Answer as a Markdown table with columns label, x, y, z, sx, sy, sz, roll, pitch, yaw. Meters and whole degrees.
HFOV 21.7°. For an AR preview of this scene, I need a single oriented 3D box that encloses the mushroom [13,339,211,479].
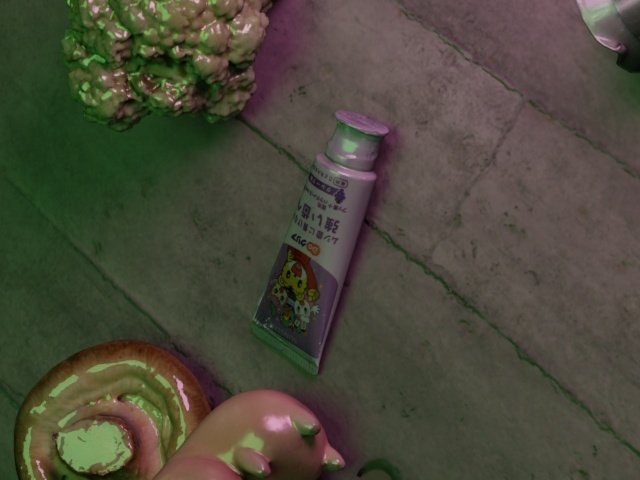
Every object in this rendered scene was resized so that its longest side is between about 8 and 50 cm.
| label | x | y | z | sx | sy | sz | roll | pitch | yaw |
| --- | --- | --- | --- | --- | --- | --- | --- | --- | --- |
| mushroom | -0.237 | 0.257 | 2.004 | 0.278 | 0.146 | 0.278 | -2 | 81 | 15 |

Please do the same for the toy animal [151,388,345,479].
| label | x | y | z | sx | sy | sz | roll | pitch | yaw |
| --- | --- | --- | --- | --- | --- | --- | --- | --- | --- |
| toy animal | -0.104 | 0.272 | 1.872 | 0.250 | 0.166 | 0.154 | -40 | 28 | -17 |

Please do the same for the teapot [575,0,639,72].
| label | x | y | z | sx | sy | sz | roll | pitch | yaw |
| --- | --- | --- | --- | --- | --- | --- | --- | --- | --- |
| teapot | 0.375 | -0.281 | 1.641 | 0.225 | 0.171 | 0.203 | -27 | 39 | 36 |

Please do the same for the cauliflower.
| label | x | y | z | sx | sy | sz | roll | pitch | yaw |
| --- | --- | --- | --- | --- | --- | --- | --- | --- | --- |
| cauliflower | -0.162 | -0.263 | 1.977 | 0.327 | 0.281 | 0.260 | -38 | 88 | -1 |

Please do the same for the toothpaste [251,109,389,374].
| label | x | y | z | sx | sy | sz | roll | pitch | yaw |
| --- | --- | --- | --- | --- | --- | --- | --- | --- | --- |
| toothpaste | 0.000 | 0.000 | 1.918 | 0.114 | 0.073 | 0.299 | 31 | 111 | 32 |
